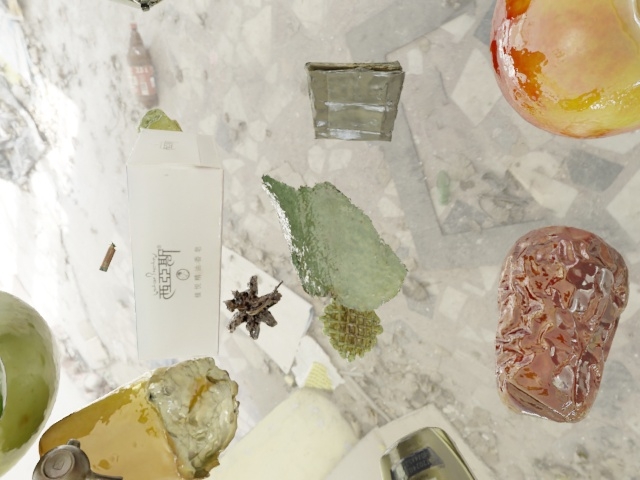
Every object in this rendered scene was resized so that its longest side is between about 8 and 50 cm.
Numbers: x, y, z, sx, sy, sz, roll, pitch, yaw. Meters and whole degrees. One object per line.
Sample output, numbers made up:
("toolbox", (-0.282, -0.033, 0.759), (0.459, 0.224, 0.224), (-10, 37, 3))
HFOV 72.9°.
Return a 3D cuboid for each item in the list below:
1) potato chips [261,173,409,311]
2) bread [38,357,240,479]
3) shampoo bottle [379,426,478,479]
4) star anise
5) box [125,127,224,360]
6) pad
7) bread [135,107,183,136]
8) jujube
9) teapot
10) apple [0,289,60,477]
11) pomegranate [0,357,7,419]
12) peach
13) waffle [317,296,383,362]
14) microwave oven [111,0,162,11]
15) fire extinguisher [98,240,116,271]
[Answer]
("potato chips", (0.006, 0.000, 0.582), (0.228, 0.059, 0.167), (17, 112, 37))
("bread", (-0.399, 0.460, 0.997), (0.394, 0.361, 0.250), (-28, 76, 6))
("shampoo bottle", (0.155, 0.367, 0.450), (0.125, 0.350, 0.084), (-36, 114, 8))
("star anise", (-0.237, 0.230, 1.480), (0.190, 0.126, 0.220), (8, 89, 5))
("box", (-0.203, -0.002, 0.622), (0.203, 0.116, 0.274), (-122, 35, -60))
("pad", (0.062, -0.255, 0.831), (0.174, 0.022, 0.233), (3, 161, 3))
("bread", (-0.371, -0.242, 0.991), (0.156, 0.103, 0.110), (22, 148, 58))
("jujube", (0.409, 0.143, 0.761), (0.216, 0.216, 0.342), (11, 74, 36))
("teapot", (-0.325, 0.311, 0.590), (0.110, 0.085, 0.080), (12, 135, -11))
("apple", (-0.793, 0.314, 0.893), (0.473, 0.473, 0.474), (18, 121, 33))
("pomegranate", (-0.537, 0.188, 0.557), (0.309, 0.359, 0.216), (-11, 136, 17))
("peach", (0.238, -0.180, 0.366), (0.190, 0.192, 0.190), (1, 96, 5))
("waffle", (0.084, 0.230, 1.183), (0.183, 0.169, 0.036), (52, 152, -4))
("microwave oven", (-0.335, -0.515, 0.609), (0.333, 0.394, 0.247), (-11, 99, 28))
("fire extinguisher", (-0.575, 0.043, 1.172), (0.028, 0.022, 0.083), (19, 82, 0))
